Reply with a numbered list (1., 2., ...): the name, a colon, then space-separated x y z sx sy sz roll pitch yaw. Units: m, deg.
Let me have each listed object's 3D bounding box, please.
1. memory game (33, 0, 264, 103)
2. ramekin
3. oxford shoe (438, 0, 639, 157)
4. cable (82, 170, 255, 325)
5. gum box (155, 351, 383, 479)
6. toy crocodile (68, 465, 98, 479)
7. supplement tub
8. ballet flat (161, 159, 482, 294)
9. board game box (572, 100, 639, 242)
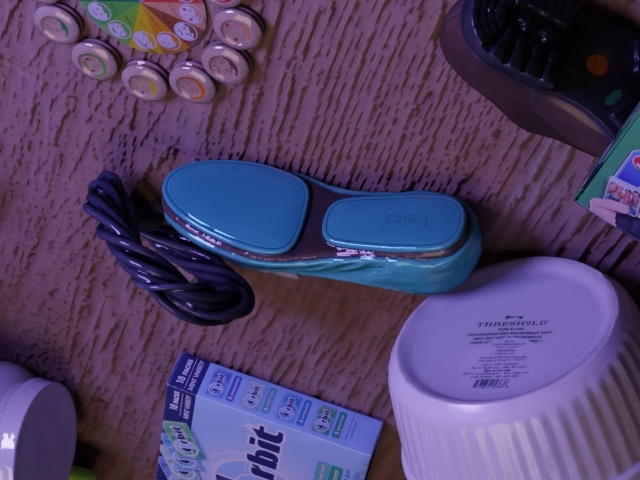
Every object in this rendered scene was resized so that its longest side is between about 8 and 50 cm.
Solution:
1. memory game: -0.127 -0.163 1.380 0.186 0.012 0.186 14 141 12
2. ramekin: 0.147 0.103 1.412 0.207 0.207 0.109 -2 127 28
3. oxford shoe: 0.176 -0.093 1.274 0.227 0.083 0.096 34 160 -13
4. cable: -0.114 0.006 1.478 0.150 0.184 0.047 44 97 -8
5. gum box: -0.048 0.184 1.729 0.184 0.041 0.157 18 142 5
6. toy crocodile: -0.280 0.308 1.956 0.115 0.105 0.340 13 139 -6
7. supplement tub: -0.335 0.173 1.776 0.199 0.144 0.144 7 140 20
8. ballet flat: 0.000 0.000 1.457 0.247 0.083 0.087 8 148 19
9. board game box: 0.328 -0.010 1.136 0.317 0.046 0.213 33 140 3
